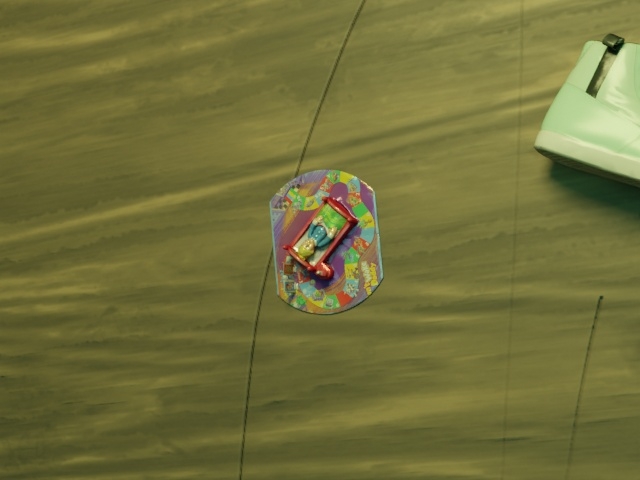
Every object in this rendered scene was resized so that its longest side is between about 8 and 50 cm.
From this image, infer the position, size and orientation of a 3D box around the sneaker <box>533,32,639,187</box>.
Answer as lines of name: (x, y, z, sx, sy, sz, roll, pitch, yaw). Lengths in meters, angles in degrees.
sneaker: (0.357, -0.120, 1.019, 0.256, 0.094, 0.151, 22, 91, 20)

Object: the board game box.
board game box: (0.000, 0.000, 1.181, 0.133, 0.033, 0.168, -7, 84, 21)
